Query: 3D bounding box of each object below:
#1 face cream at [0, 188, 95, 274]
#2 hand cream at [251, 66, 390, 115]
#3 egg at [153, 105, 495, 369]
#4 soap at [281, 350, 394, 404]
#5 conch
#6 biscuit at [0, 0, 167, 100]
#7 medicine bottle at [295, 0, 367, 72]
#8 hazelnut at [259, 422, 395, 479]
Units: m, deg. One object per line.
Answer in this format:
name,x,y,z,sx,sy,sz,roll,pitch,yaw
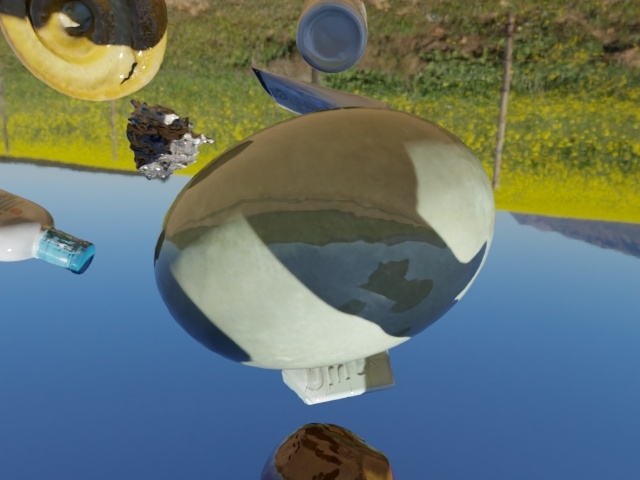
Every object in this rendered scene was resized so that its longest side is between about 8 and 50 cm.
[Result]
face cream,-0.572,-0.030,0.971,0.337,0.080,0.163,22,-153,-3
hand cream,0.013,-0.270,1.097,0.336,0.076,0.121,24,164,26
egg,0.000,0.000,0.561,0.352,0.258,0.258,-17,180,17
soap,0.039,0.339,1.475,0.289,0.173,0.095,-9,163,-6
conch,-0.446,-0.299,1.529,0.240,0.186,0.313,44,-152,-18
biscuit,-0.409,-0.381,0.927,0.296,0.296,0.102,6,-149,5
medicine bottle,0.026,-0.449,1.125,0.144,0.144,0.252,5,-147,1
hazelnut,0.008,0.435,0.928,0.234,0.218,0.218,23,-169,13
